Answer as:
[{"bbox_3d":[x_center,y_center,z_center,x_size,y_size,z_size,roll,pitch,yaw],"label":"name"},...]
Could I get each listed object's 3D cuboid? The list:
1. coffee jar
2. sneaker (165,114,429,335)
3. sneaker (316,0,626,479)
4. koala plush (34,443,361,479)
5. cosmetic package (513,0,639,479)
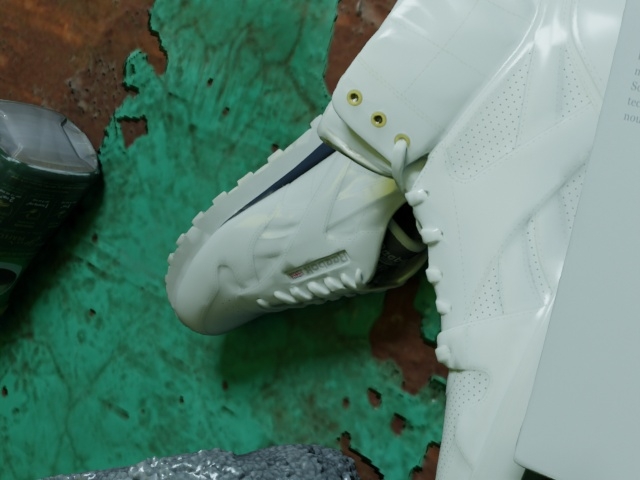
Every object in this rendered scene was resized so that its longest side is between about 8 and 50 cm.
[{"bbox_3d":[-0.241,-0.010,1.082,0.184,0.096,0.079,-51,54,26],"label":"coffee jar"},{"bbox_3d":[0.000,0.000,0.880,0.235,0.090,0.094,-41,71,34],"label":"sneaker"},{"bbox_3d":[0.071,-0.005,0.766,0.169,0.108,0.292,19,91,15],"label":"sneaker"},{"bbox_3d":[-0.059,0.236,0.848,0.203,0.196,0.221,-17,72,29],"label":"koala plush"},{"bbox_3d":[0.229,0.020,0.634,0.224,0.138,0.224,20,102,40],"label":"cosmetic package"}]
